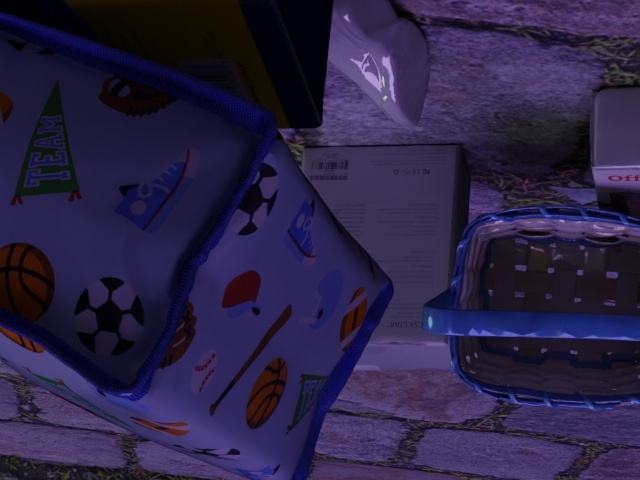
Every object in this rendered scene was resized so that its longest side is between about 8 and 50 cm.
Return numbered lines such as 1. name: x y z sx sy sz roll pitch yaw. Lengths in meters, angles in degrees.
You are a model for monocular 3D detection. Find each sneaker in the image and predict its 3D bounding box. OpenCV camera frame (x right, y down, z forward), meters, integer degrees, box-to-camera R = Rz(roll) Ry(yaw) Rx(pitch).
1. sneaker: 0.032 -0.181 1.383 0.094 0.080 0.212 6 154 30

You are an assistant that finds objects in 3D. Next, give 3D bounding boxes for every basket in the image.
1. basket: 0.234 0.066 1.471 0.254 0.201 0.289 3 -172 7

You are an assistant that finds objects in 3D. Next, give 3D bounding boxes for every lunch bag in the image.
1. lunch bag: -0.176 -0.015 1.081 0.385 0.239 0.328 22 166 25

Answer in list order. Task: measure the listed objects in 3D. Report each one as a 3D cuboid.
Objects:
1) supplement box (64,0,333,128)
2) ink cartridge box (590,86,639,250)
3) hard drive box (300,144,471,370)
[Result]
1. supplement box: -0.178 -0.214 1.174 0.356 0.194 0.195 1 157 12
2. ink cartridge box: 0.363 -0.069 1.532 0.158 0.092 0.218 -1 155 15
3. hard drive box: 0.065 0.019 1.627 0.181 0.232 0.089 0 157 15
